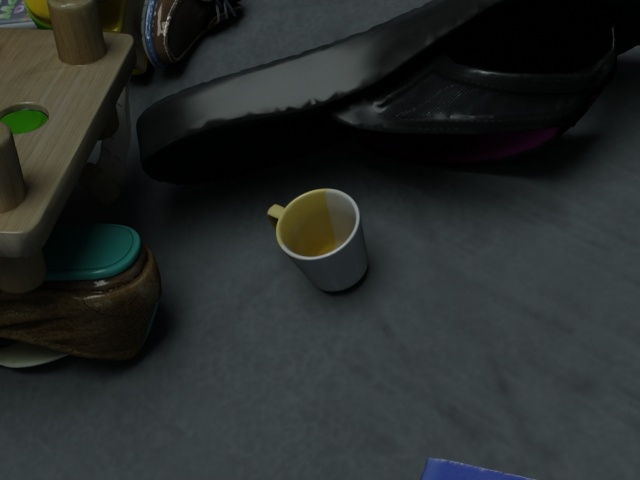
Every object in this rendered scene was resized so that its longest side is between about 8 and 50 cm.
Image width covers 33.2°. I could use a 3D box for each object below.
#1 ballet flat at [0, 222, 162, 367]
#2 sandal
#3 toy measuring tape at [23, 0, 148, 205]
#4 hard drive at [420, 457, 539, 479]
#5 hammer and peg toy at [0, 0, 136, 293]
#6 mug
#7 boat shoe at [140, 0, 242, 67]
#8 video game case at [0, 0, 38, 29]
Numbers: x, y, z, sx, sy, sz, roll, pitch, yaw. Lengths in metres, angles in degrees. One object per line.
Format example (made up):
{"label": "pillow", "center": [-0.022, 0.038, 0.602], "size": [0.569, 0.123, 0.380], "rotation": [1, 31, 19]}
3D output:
{"label": "ballet flat", "center": [-0.284, 0.040, 0.824], "size": [0.342, 0.124, 0.116], "rotation": [5, 34, 9]}
{"label": "sandal", "center": [0.080, -0.098, 0.802], "size": [0.446, 0.167, 0.107], "rotation": [-17, 77, 17]}
{"label": "toy measuring tape", "center": [-0.219, -0.174, 0.973], "size": [0.121, 0.121, 0.330], "rotation": [-7, 59, 15]}
{"label": "hard drive", "center": [0.111, 0.286, 0.561], "size": [0.210, 0.040, 0.318], "rotation": [8, 59, 25]}
{"label": "hammer and peg toy", "center": [-0.284, -0.117, 0.813], "size": [0.266, 0.127, 0.361], "rotation": [3, 40, 6]}
{"label": "mug", "center": [0.004, 0.000, 0.791], "size": [0.062, 0.064, 0.078], "rotation": [-27, 51, 0]}
{"label": "boat shoe", "center": [-0.109, -0.235, 1.001], "size": [0.066, 0.066, 0.183], "rotation": [6, 58, 22]}
{"label": "video game case", "center": [-0.307, -0.288, 1.139], "size": [0.173, 0.022, 0.190], "rotation": [-1, 56, 19]}
